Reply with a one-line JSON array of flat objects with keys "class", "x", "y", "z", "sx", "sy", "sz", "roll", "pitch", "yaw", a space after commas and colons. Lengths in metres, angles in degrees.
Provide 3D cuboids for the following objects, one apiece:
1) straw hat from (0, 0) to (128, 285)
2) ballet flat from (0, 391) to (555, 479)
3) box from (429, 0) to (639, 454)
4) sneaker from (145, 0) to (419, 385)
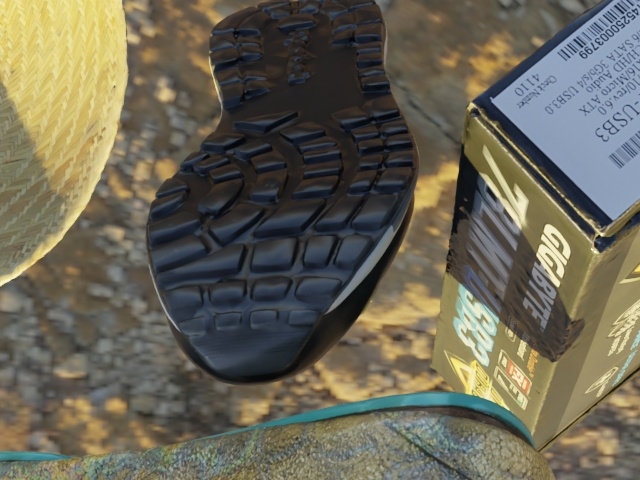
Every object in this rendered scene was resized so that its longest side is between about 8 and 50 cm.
[{"class": "straw hat", "x": -0.107, "y": -0.055, "z": 0.489, "sx": 0.144, "sy": 0.061, "sz": 0.144, "roll": 1, "pitch": 97, "yaw": 11}, {"class": "ballet flat", "x": -0.071, "y": 0.134, "z": 0.729, "sx": 0.348, "sy": 0.123, "sz": 0.123, "roll": -12, "pitch": 80, "yaw": 36}, {"class": "box", "x": 0.178, "y": -0.057, "z": 0.752, "sx": 0.293, "sy": 0.295, "sz": 0.073, "roll": -37, "pitch": 73, "yaw": -12}, {"class": "sneaker", "x": 0.000, "y": 0.000, "z": 0.828, "sx": 0.107, "sy": 0.283, "sz": 0.124, "roll": -5, "pitch": 119, "yaw": 10}]
